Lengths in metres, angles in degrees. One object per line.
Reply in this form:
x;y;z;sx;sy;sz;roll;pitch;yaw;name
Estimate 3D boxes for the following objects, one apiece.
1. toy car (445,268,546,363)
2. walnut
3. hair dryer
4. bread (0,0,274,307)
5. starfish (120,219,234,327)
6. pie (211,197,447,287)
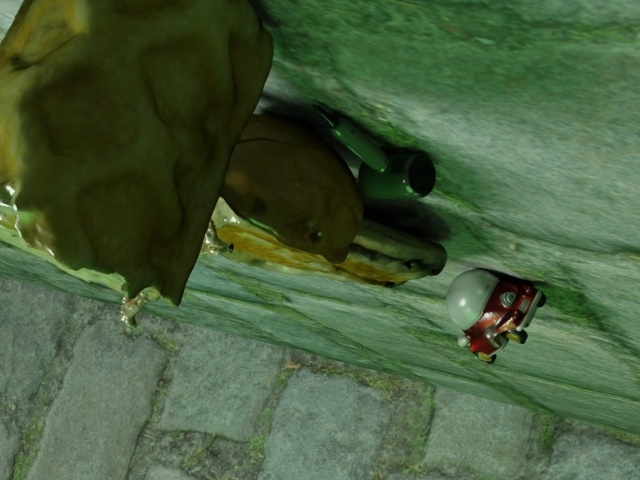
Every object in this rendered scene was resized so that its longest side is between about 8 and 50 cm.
0.223;0.087;1.543;0.112;0.112;0.139;35;157;-5;toy car
-0.023;-0.065;1.152;0.211;0.087;0.167;25;-154;-48;walnut
0.044;-0.092;1.120;0.071;0.047;0.150;1;150;48;hair dryer
-0.158;-0.089;0.880;0.196;0.252;0.238;26;169;-28;bread
-0.159;-0.073;1.090;0.048;0.295;0.231;-7;-135;-49;starfish
0.000;0.001;1.433;0.339;0.077;0.339;11;173;1;pie
